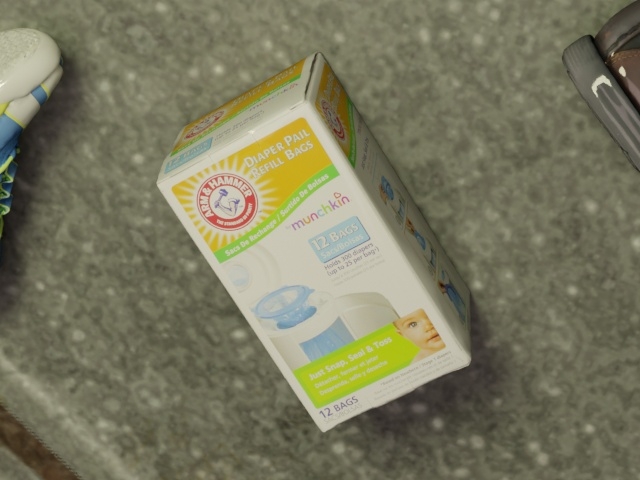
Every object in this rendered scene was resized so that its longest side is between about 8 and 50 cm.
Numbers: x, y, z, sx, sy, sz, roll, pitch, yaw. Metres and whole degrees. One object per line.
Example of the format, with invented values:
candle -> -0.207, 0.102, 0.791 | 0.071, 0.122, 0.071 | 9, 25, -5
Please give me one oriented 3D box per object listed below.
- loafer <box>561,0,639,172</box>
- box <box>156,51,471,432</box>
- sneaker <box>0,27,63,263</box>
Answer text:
loafer -> 0.274, -0.025, 1.007 | 0.095, 0.109, 0.302 | -38, 103, 15
box -> 0.000, 0.000, 1.041 | 0.114, 0.103, 0.203 | -27, 109, 16
sneaker -> -0.234, -0.035, 1.071 | 0.240, 0.091, 0.126 | -35, 125, 18
